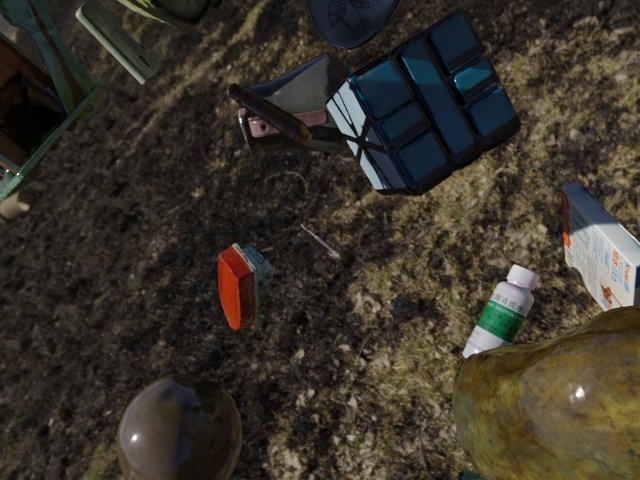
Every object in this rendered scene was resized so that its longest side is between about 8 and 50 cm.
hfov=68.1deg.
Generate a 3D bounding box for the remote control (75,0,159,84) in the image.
[{"bbox_3d":[-0.540,-0.532,1.275,0.038,0.233,0.098,-26,33,29],"label":"remote control"}]

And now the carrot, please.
[{"bbox_3d":[-0.091,-0.229,0.855,0.042,0.170,0.042,-57,-2,-3],"label":"carrot"}]

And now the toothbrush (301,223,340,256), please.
[{"bbox_3d":[0.000,0.000,1.844,0.014,0.194,0.017,-50,6,4],"label":"toothbrush"}]

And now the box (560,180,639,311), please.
[{"bbox_3d":[0.627,0.045,1.052,0.048,0.273,0.265,-22,42,8],"label":"box"}]

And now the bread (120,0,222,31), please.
[{"bbox_3d":[-0.263,-0.512,0.761,0.263,0.239,0.396,10,60,32],"label":"bread"}]

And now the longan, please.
[{"bbox_3d":[-0.319,0.454,1.071,0.297,0.297,0.298,-26,48,33],"label":"longan"}]

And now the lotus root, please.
[{"bbox_3d":[0.211,0.147,0.387,0.275,0.159,0.152,112,162,-62],"label":"lotus root"}]

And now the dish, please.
[{"bbox_3d":[0.090,-0.490,0.815,0.316,0.106,0.317,27,122,55],"label":"dish"}]

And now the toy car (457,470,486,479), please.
[{"bbox_3d":[0.463,0.646,1.079,0.320,0.097,0.142,18,50,16],"label":"toy car"}]

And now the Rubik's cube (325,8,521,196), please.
[{"bbox_3d":[0.212,-0.283,1.060,0.283,0.289,0.293,-32,8,-3],"label":"Rubik's cube"}]

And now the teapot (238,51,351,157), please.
[{"bbox_3d":[-0.071,-0.383,1.435,0.361,0.306,0.376,-11,22,5],"label":"teapot"}]

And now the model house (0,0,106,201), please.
[{"bbox_3d":[-0.528,-0.288,0.744,0.300,0.323,0.340,-5,52,49],"label":"model house"}]

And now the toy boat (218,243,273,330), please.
[{"bbox_3d":[-0.212,0.147,1.390,0.133,0.332,0.145,-27,58,-30],"label":"toy boat"}]

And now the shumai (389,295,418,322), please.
[{"bbox_3d":[0.256,0.219,1.474,0.082,0.083,0.081,19,77,13],"label":"shumai"}]

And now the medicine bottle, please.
[{"bbox_3d":[0.447,0.188,1.161,0.095,0.095,0.260,27,91,51],"label":"medicine bottle"}]
